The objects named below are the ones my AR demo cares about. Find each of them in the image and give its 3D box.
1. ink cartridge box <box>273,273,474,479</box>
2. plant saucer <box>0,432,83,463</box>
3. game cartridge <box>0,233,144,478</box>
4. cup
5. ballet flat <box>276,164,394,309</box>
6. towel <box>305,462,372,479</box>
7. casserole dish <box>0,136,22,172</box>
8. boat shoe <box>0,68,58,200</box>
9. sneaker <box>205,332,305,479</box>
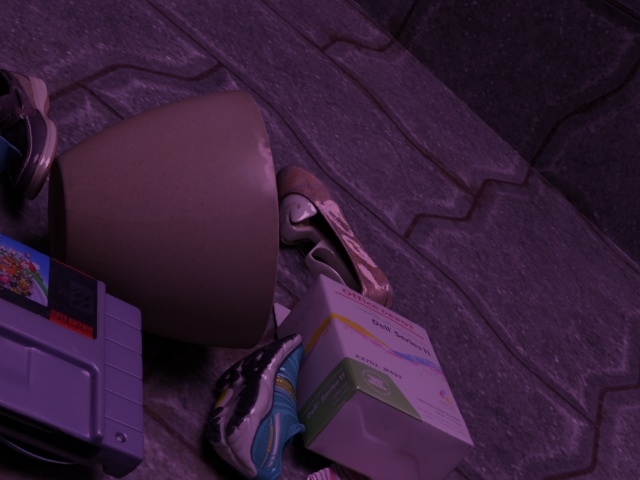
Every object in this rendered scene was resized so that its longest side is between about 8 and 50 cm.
[{"bbox_3d":[0.063,0.180,1.796,0.207,0.119,0.353,29,20,-24],"label":"ink cartridge box"},{"bbox_3d":[-0.313,0.174,1.383,0.195,0.037,0.195,32,26,-18],"label":"plant saucer"},{"bbox_3d":[-0.337,0.089,1.331,0.355,0.068,0.230,29,37,-32],"label":"game cartridge"},{"bbox_3d":[-0.211,-0.024,1.598,0.237,0.331,0.331,-1,40,-19],"label":"cup"},{"bbox_3d":[0.000,0.000,2.080,0.106,0.107,0.316,-14,57,-46],"label":"ballet flat"},{"bbox_3d":[0.065,0.340,1.667,0.144,0.029,0.197,48,25,14],"label":"towel"},{"bbox_3d":[-0.441,-0.123,1.485,0.188,0.037,0.114,22,-12,-1],"label":"casserole dish"},{"bbox_3d":[-0.417,-0.151,1.728,0.092,0.103,0.285,21,26,-27],"label":"boat shoe"},{"bbox_3d":[-0.072,0.213,1.636,0.110,0.107,0.275,55,25,-16],"label":"sneaker"}]
